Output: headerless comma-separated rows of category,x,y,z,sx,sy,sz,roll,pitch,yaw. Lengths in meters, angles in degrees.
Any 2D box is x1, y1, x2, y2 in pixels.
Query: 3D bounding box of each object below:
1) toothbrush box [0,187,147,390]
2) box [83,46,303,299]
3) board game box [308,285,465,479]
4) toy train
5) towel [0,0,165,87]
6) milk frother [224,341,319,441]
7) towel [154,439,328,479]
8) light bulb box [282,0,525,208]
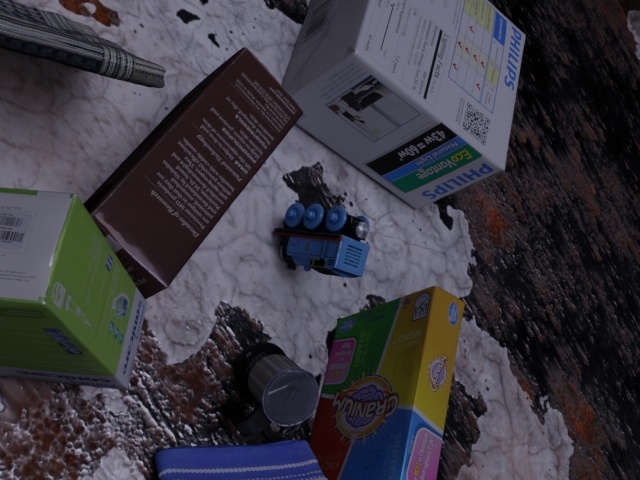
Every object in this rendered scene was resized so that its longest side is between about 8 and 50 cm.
toothbrush box,-0.330,0.059,0.890,0.206,0.283,0.122,5,63,7
box,-0.200,-0.085,1.151,0.143,0.191,0.381,47,51,-16
board game box,0.088,0.244,1.230,0.064,0.242,0.317,31,56,-25
toy train,0.000,0.000,1.296,0.080,0.184,0.105,22,79,-41
towel,-0.381,-0.276,1.019,0.312,0.324,0.056,10,104,-36
milk frother,-0.052,0.236,1.188,0.143,0.134,0.129,31,87,-23
towel,-0.056,0.364,1.039,0.243,0.336,0.040,6,111,-30
light bulb box,0.159,-0.314,1.504,0.361,0.225,0.358,33,55,-26
